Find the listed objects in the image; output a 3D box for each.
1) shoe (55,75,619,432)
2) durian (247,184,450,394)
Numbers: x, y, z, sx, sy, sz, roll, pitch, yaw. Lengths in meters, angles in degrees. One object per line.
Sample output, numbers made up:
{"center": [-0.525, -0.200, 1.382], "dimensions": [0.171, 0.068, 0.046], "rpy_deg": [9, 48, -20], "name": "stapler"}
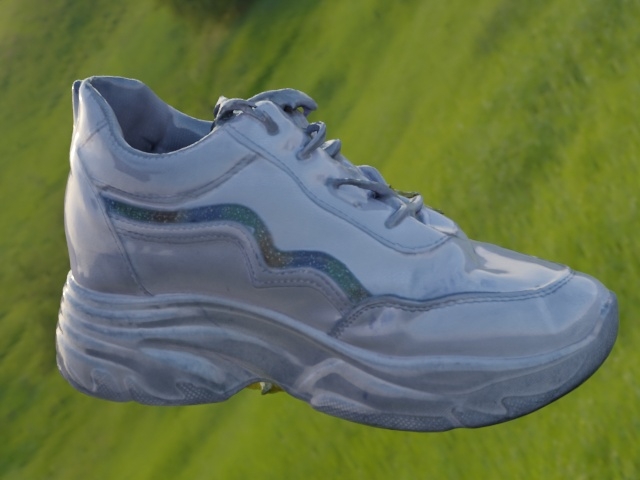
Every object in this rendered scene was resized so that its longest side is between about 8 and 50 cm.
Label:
{"center": [0.000, 0.000, 0.630], "dimensions": [0.245, 0.137, 0.095], "rpy_deg": [3, 25, 16], "name": "shoe"}
{"center": [-0.010, 0.032, 1.113], "dimensions": [0.182, 0.165, 0.132], "rpy_deg": [10, -2, 15], "name": "durian"}
